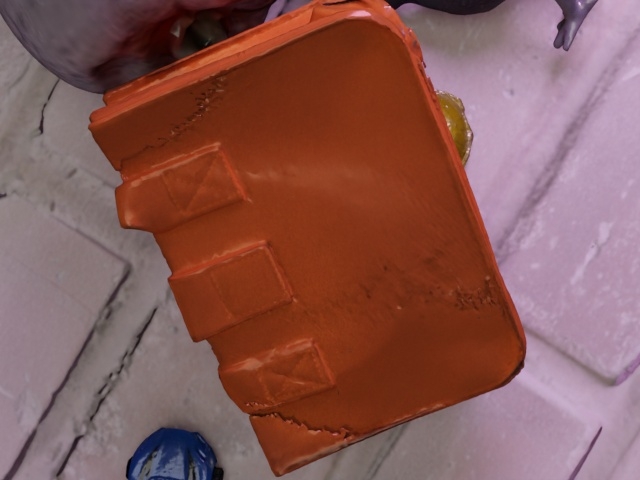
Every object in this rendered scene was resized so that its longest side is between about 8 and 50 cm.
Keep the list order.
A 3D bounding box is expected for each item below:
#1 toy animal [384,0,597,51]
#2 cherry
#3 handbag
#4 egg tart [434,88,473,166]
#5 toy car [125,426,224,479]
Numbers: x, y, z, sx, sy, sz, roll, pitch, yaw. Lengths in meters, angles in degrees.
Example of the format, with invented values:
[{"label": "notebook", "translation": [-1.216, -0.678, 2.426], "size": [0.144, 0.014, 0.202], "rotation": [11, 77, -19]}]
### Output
[{"label": "toy animal", "translation": [0.197, -0.284, 1.045], "size": [0.367, 0.081, 0.206], "rotation": [-35, 114, 30]}, {"label": "cherry", "translation": [-0.178, -0.304, 1.012], "size": [0.335, 0.291, 0.326], "rotation": [39, 110, 25]}, {"label": "handbag", "translation": [0.000, 0.000, 1.007], "size": [0.303, 0.116, 0.410], "rotation": [-22, 113, 6]}, {"label": "egg tart", "translation": [0.108, -0.107, 1.103], "size": [0.105, 0.039, 0.105], "rotation": [0, 90, 6]}, {"label": "toy car", "translation": [-0.161, 0.303, 1.113], "size": [0.103, 0.063, 0.216], "rotation": [7, 91, 4]}]
